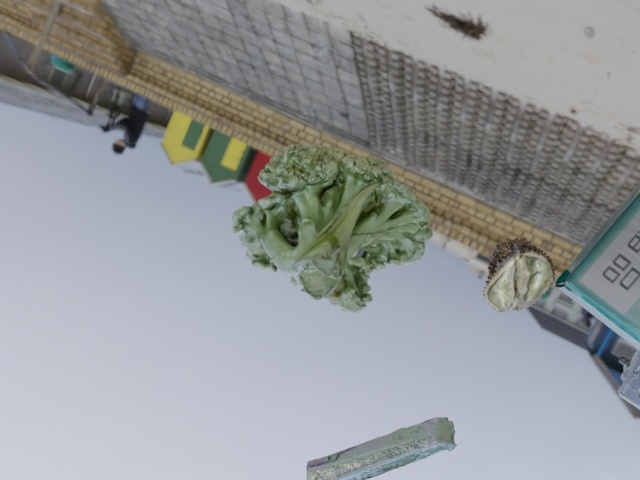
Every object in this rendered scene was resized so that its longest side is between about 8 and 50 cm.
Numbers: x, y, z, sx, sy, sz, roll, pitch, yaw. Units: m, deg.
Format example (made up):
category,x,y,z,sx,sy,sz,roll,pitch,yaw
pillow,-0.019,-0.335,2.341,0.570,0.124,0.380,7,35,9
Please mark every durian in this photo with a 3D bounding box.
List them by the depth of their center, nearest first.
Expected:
category,x,y,z,sx,sy,sz,roll,pitch,yaw
durian,0.287,0.039,0.975,0.071,0.111,0.140,-113,4,-49

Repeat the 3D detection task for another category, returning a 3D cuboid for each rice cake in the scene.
category,x,y,z,sx,sy,sz,roll,pitch,yaw
rice cake,0.074,0.275,0.831,0.034,0.211,0.043,44,-152,-40

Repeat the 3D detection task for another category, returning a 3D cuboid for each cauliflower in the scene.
category,x,y,z,sx,sy,sz,roll,pitch,yaw
cauliflower,0.008,0.001,1.037,0.327,0.281,0.260,-1,142,20

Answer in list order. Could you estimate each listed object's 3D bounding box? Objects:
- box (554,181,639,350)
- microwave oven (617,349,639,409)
category,x,y,z,sx,sy,sz,roll,pitch,yaw
box,0.365,-0.003,0.617,0.153,0.245,0.092,41,-176,14
microwave oven,0.719,0.140,1.119,0.247,0.333,0.394,38,156,30
